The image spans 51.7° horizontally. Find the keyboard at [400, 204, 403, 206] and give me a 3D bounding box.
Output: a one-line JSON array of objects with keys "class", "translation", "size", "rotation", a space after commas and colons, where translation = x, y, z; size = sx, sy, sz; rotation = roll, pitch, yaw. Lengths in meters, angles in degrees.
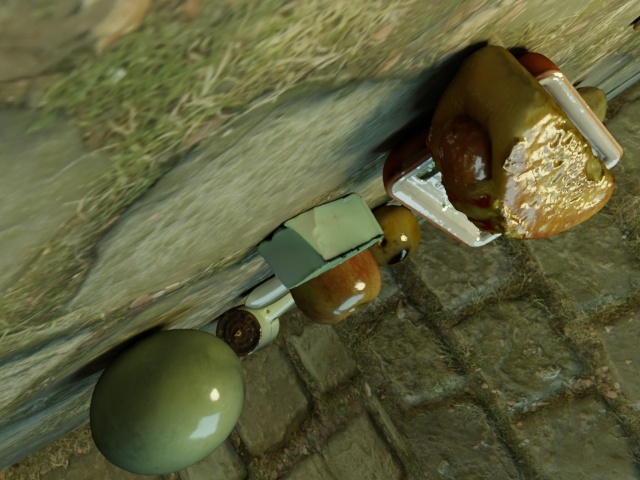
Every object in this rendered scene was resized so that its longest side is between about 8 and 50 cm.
[{"class": "keyboard", "translation": [0.262, -0.107, 1.788], "size": [0.106, 0.027, 0.317], "rotation": [-26, 172, -46]}]

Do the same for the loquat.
[{"class": "loquat", "translation": [0.154, -0.011, 1.508], "size": [0.163, 0.137, 0.163], "rotation": [-47, 167, -14]}]

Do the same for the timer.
[{"class": "timer", "translation": [0.235, -0.129, 0.902], "size": [0.257, 0.161, 0.250], "rotation": [-35, 155, 26]}]

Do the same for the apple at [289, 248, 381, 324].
[{"class": "apple", "translation": [0.024, 0.074, 1.358], "size": [0.188, 0.173, 0.188], "rotation": [-32, 171, -6]}]

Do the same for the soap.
[{"class": "soap", "translation": [0.003, 0.004, 1.084], "size": [0.145, 0.091, 0.231], "rotation": [-37, 173, 40]}]

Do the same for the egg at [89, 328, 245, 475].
[{"class": "egg", "translation": [-0.286, 0.300, 1.232], "size": [0.259, 0.258, 0.352], "rotation": [-26, 170, -47]}]

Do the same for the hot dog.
[{"class": "hot dog", "translation": [0.213, -0.088, 0.749], "size": [0.153, 0.150, 0.257], "rotation": [-42, 138, 18]}]

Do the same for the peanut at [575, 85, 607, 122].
[{"class": "peanut", "translation": [0.528, -0.242, 1.544], "size": [0.313, 0.149, 0.149], "rotation": [-35, 173, 13]}]

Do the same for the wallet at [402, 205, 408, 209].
[{"class": "wallet", "translation": [0.353, -0.107, 1.531], "size": [0.318, 0.045, 0.172], "rotation": [-2, 168, 1]}]

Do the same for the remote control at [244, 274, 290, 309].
[{"class": "remote control", "translation": [-0.045, 0.078, 1.596], "size": [0.313, 0.055, 0.109], "rotation": [-31, 174, -9]}]

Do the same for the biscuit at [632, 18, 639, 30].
[{"class": "biscuit", "translation": [0.592, -0.396, 1.158], "size": [0.147, 0.018, 0.071], "rotation": [-27, 171, -47]}]

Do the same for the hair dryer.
[{"class": "hair dryer", "translation": [-0.105, 0.163, 1.776], "size": [0.362, 0.128, 0.203], "rotation": [-41, 173, 7]}]
